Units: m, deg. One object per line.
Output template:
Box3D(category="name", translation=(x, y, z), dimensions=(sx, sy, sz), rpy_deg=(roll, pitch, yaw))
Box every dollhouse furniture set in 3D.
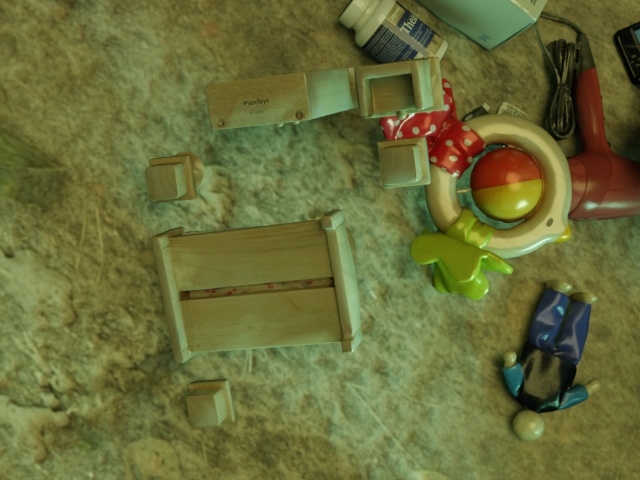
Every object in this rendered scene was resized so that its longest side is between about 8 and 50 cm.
Box3D(category="dollhouse furniture set", translation=(0.000, 0.000, 0.999), dimensions=(0.303, 0.174, 0.355), rpy_deg=(-5, 101, 18))

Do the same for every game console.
Box3D(category="game console", translation=(0.453, -0.242, 1.190), dimensions=(0.122, 0.071, 0.107), rpy_deg=(-24, 92, -16))

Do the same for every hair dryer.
Box3D(category="hair dryer", translation=(0.333, -0.130, 1.143), dimensions=(0.293, 0.080, 0.223), rpy_deg=(40, 76, -9))

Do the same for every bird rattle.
Box3D(category="bird rattle", translation=(0.176, -0.064, 1.070), dimensions=(0.207, 0.143, 0.253), rpy_deg=(-8, 76, -3))

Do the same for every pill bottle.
Box3D(category="pill bottle", translation=(0.082, -0.238, 1.091), dimensions=(0.120, 0.067, 0.067), rpy_deg=(36, 77, -10))

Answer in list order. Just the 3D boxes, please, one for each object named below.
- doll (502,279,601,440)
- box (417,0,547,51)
Box3D(category="doll", translation=(0.275, 0.148, 1.119), dimensions=(0.129, 0.046, 0.188), rpy_deg=(25, 79, -11))
Box3D(category="box", translation=(0.219, -0.369, 1.109), dimensions=(0.149, 0.127, 0.232), rpy_deg=(32, 77, -11))
